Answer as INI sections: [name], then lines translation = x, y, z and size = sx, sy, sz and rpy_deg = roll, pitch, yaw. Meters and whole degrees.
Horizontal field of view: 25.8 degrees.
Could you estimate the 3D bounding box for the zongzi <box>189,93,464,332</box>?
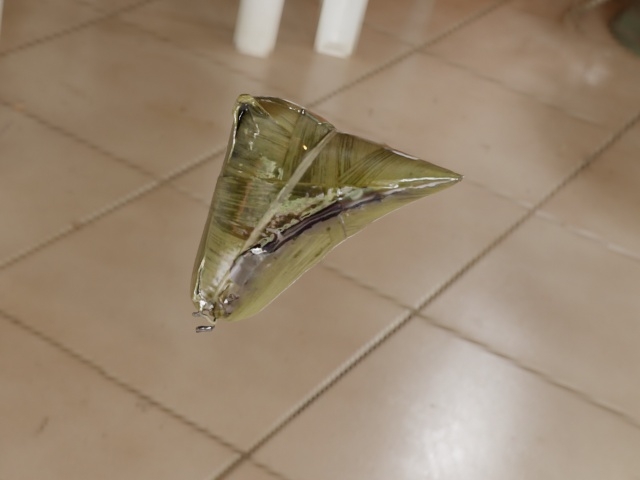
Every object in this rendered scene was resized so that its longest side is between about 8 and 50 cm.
[zongzi]
translation = -0.001, 0.003, 1.151
size = 0.204, 0.205, 0.094
rpy_deg = 21, 12, 20
